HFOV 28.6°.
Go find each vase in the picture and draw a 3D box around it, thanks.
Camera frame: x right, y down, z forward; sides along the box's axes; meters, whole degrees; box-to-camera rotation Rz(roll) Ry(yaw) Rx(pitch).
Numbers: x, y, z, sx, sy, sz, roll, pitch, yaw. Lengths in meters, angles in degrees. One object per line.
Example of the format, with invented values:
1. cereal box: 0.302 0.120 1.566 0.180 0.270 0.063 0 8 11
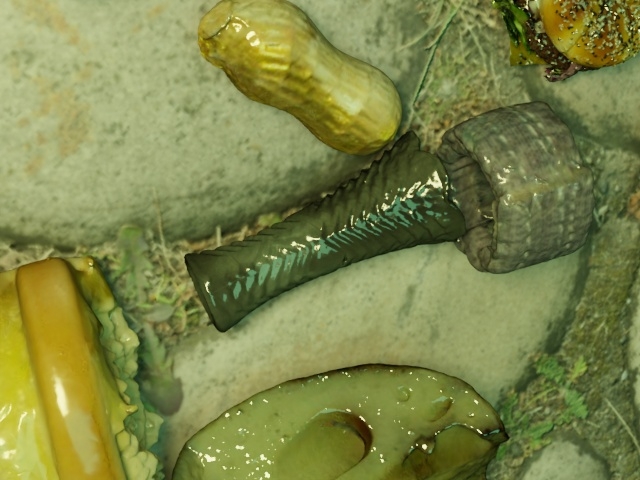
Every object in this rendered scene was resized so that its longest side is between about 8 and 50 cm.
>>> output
1. vase: 0.000 0.000 1.126 0.237 0.115 0.115 -25 116 -11

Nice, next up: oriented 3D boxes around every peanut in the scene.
1. peanut: -0.013 -0.143 1.076 0.206 0.087 0.087 30 95 -30

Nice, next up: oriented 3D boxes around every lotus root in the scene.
1. lotus root: 0.008 0.216 1.195 0.314 0.142 0.210 -17 151 -22

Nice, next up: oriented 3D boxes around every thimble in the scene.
1. thimble: 0.176 -0.047 1.159 0.098 0.150 0.150 -17 114 -18

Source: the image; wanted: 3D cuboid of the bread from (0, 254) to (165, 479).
1. bread: -0.252 0.182 1.018 0.270 0.211 0.316 -14 110 -17

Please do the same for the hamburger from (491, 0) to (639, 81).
1. hamburger: 0.249 -0.227 1.157 0.189 0.093 0.164 -20 115 -14
